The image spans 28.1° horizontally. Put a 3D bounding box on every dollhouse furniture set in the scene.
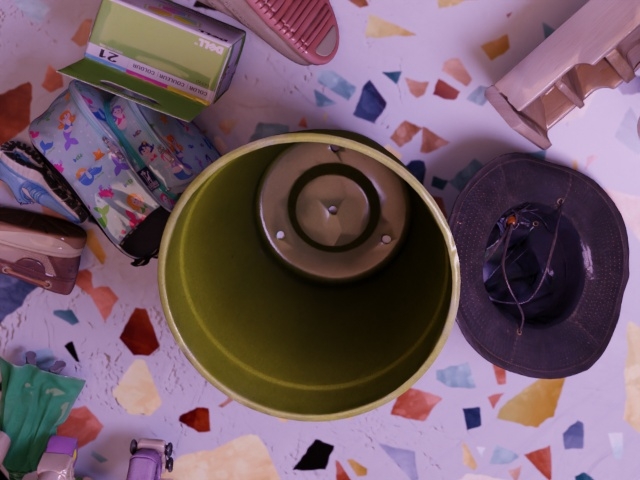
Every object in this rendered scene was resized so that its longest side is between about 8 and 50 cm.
[{"bbox_3d":[0.442,-0.115,1.632,0.256,0.362,0.394,-41,70,14],"label":"dollhouse furniture set"}]

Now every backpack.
[{"bbox_3d":[-0.268,-0.116,1.769,0.253,0.225,0.191,43,103,3],"label":"backpack"}]

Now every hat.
[{"bbox_3d":[0.271,0.040,1.783,0.331,0.134,0.331,3,85,-31],"label":"hat"}]

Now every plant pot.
[{"bbox_3d":[0.000,0.000,1.704,0.367,0.353,0.366,2,107,5],"label":"plant pot"}]

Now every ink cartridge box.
[{"bbox_3d":[-0.217,-0.252,1.703,0.189,0.255,0.097,22,107,-1],"label":"ink cartridge box"}]

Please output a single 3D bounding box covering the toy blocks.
[{"bbox_3d":[-0.389,0.469,1.904,0.309,0.260,0.288,3,122,5],"label":"toy blocks"}]

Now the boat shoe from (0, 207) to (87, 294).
[{"bbox_3d":[-0.521,0.007,1.889,0.342,0.123,0.123,12,106,-4],"label":"boat shoe"}]

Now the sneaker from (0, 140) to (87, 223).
[{"bbox_3d":[-0.412,-0.077,1.890,0.162,0.063,0.073,37,124,-1],"label":"sneaker"}]

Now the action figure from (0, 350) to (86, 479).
[{"bbox_3d":[-0.455,0.285,1.990,0.137,0.063,0.232,20,114,-1],"label":"action figure"}]

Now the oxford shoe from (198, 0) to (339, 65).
[{"bbox_3d":[-0.138,-0.379,1.746,0.397,0.140,0.146,46,137,-13],"label":"oxford shoe"}]
